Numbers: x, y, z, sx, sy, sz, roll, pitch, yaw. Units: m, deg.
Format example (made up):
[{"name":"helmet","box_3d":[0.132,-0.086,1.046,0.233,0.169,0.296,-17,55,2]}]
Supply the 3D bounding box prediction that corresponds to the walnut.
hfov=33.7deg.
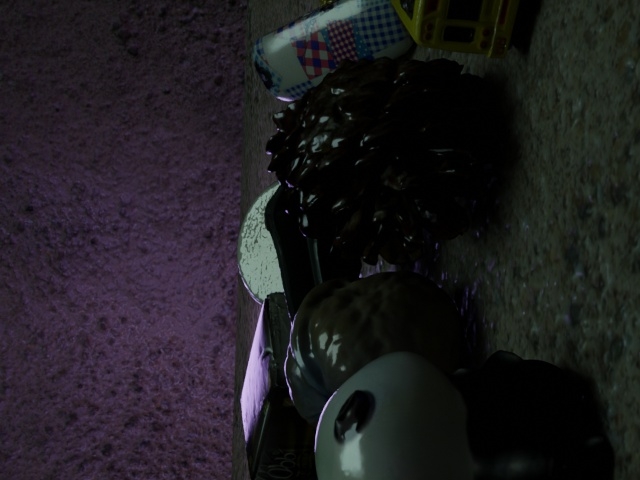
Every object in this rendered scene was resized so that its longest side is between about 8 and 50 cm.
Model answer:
[{"name":"walnut","box_3d":[0.076,0.156,1.395,0.248,0.248,0.248,-178,90,-78]}]

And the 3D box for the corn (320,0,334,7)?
[{"name":"corn","box_3d":[0.045,-0.305,1.867,0.120,0.120,0.363,-170,81,-78]}]

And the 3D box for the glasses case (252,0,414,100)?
[{"name":"glasses case","box_3d":[0.016,-0.321,1.744,0.327,0.076,0.125,-15,112,43]}]

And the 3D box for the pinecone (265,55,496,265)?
[{"name":"pinecone","box_3d":[0.084,-0.102,1.330,0.242,0.298,0.296,46,-152,-41]}]

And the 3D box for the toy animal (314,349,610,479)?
[{"name":"toy animal","box_3d":[0.125,0.215,1.067,0.212,0.266,0.213,179,90,-82]}]

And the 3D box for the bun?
[{"name":"bun","box_3d":[-0.022,0.016,2.075,0.263,0.175,0.263,-9,77,40]}]

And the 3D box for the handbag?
[{"name":"handbag","box_3d":[-0.002,0.000,1.572,0.260,0.079,0.247,-72,-23,-55]}]

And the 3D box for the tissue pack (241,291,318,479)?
[{"name":"tissue pack","box_3d":[-0.028,0.277,1.928,0.370,0.198,0.210,105,159,-48]}]

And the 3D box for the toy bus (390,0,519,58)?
[{"name":"toy bus","box_3d":[0.149,-0.353,1.308,0.331,0.151,0.145,-107,20,-55]}]
